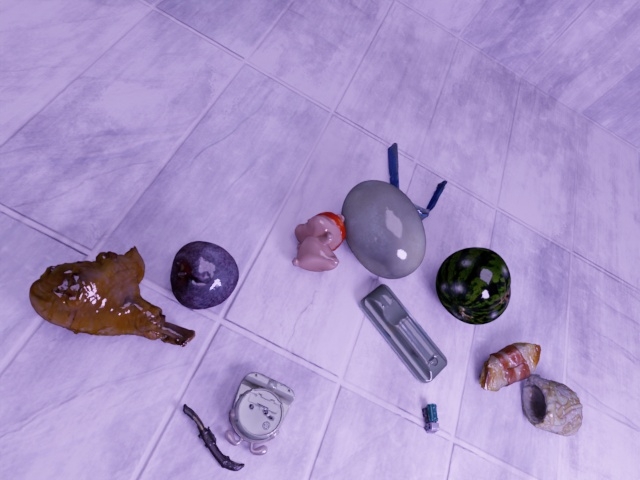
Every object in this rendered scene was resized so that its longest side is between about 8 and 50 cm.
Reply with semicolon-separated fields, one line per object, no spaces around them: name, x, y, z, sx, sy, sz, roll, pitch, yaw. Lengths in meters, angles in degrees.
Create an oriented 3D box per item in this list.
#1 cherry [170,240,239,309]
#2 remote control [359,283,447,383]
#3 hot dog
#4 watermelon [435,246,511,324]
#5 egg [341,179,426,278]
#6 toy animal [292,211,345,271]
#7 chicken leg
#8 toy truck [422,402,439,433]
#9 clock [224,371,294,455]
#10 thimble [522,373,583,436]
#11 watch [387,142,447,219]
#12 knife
cherry;-0.322;0.100;1.348;0.195;0.195;0.195;11;59;-18
remote control;0.272;0.296;1.562;0.128;0.065;0.335;-33;79;-31
hot dog;0.634;0.425;1.634;0.262;0.093;0.123;-17;79;-14
watermelon;0.518;0.149;1.632;0.269;0.269;0.269;11;59;-18
egg;0.207;-0.039;1.604;0.258;0.258;0.352;-23;75;-32
toy animal;0.000;0.000;1.554;0.171;0.171;0.197;19;59;-13
chicken leg;-0.507;0.142;1.263;0.409;0.182;0.295;26;39;-13
toy truck;0.340;0.542;1.468;0.039;0.044;0.083;9;60;-16
clock;-0.165;0.461;1.281;0.152;0.062;0.191;27;56;-7
thimble;0.765;0.543;1.601;0.144;0.137;0.190;16;43;-13
watch;0.344;-0.226;1.882;0.276;0.068;0.274;35;55;-2
knife;-0.283;0.509;1.227;0.222;0.021;0.045;47;56;1
